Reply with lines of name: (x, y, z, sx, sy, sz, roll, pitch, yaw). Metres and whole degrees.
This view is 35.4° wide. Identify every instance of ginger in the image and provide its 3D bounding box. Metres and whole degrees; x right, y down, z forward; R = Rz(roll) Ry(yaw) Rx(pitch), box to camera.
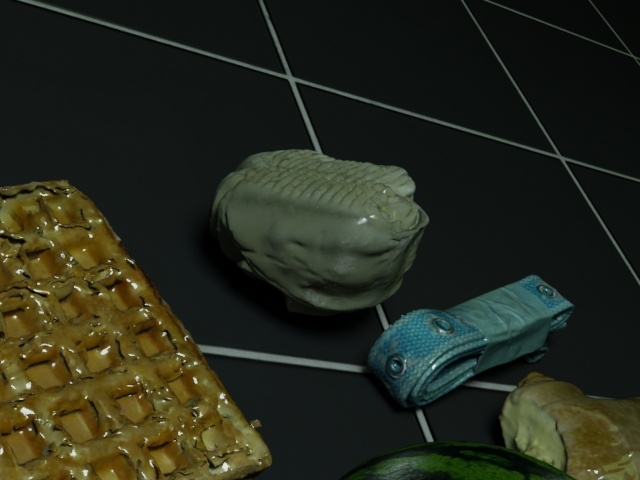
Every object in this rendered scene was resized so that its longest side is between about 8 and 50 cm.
ginger: (0.291, 0.208, 0.989, 0.221, 0.130, 0.276, 31, 20, 25)

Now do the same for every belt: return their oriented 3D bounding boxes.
belt: (0.164, 0.102, 1.051, 0.302, 0.087, 0.072, -10, 42, -47)

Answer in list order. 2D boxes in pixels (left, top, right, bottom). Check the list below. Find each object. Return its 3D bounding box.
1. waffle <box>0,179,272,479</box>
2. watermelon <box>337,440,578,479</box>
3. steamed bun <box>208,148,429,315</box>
waffle: (-0.202, 0.093, 0.742, 0.213, 0.091, 0.308, -12, 55, -47)
watermelon: (0.081, 0.267, 0.600, 0.285, 0.285, 0.285, 22, 36, -17)
steamed bun: (0.001, -0.001, 0.990, 0.218, 0.144, 0.211, 10, 20, 19)
